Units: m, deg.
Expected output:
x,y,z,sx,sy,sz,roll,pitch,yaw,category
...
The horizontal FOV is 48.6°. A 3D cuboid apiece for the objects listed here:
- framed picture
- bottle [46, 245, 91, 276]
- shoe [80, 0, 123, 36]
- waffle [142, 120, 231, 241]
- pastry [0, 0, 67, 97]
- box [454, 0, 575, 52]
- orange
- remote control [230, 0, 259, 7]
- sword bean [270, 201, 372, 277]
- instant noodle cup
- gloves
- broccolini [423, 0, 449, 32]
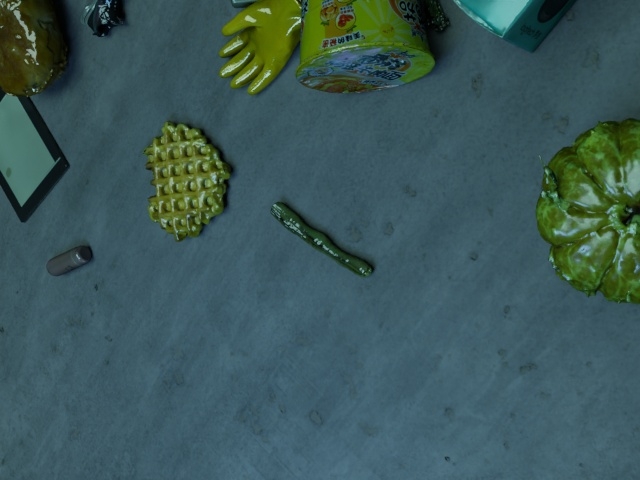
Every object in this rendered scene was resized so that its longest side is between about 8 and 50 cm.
x,y,z,sx,sy,sz,roll,pitch,yaw,category
-0.855,-0.262,2.003,0.265,0.016,0.347,-42,75,27,framed picture
-0.677,0.055,1.911,0.140,0.053,0.053,-21,85,30,bottle
-0.517,-0.562,1.742,0.169,0.071,0.099,-42,77,31,shoe
-0.334,-0.139,1.689,0.291,0.051,0.291,2,94,28,waffle
-0.772,-0.533,1.832,0.255,0.162,0.311,-2,113,31,pastry
0.380,-0.468,1.144,0.118,0.205,0.311,46,115,16,box
0.497,-0.054,1.114,0.301,0.223,0.300,-21,96,27,orange
-0.155,-0.644,1.513,0.123,0.038,0.285,-11,88,-1,remote control
0.000,0.001,1.517,0.269,0.038,0.043,35,136,23,sword bean
0.075,-0.408,1.313,0.264,0.264,0.200,-7,84,31,instant noodle cup
-0.116,-0.425,1.508,0.294,0.116,0.133,-34,71,35,gloves
0.202,-0.500,1.348,0.042,0.044,0.218,-16,82,46,broccolini
